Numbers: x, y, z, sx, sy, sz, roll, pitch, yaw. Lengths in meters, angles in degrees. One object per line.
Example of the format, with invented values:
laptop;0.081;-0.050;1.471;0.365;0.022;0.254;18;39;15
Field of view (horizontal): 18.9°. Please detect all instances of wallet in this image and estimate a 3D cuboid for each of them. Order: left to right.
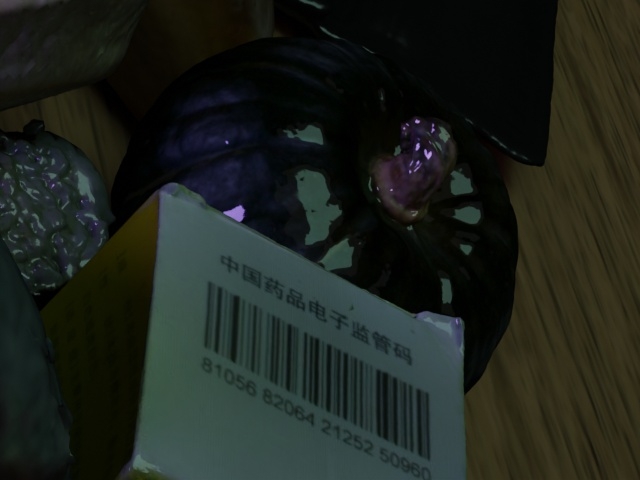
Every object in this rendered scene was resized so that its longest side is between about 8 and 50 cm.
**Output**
wallet;0.026;-0.199;1.261;0.323;0.041;0.247;32;38;-17

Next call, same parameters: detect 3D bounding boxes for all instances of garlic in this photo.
garlic;-0.109;-0.148;1.031;0.206;0.128;0.115;35;15;-9

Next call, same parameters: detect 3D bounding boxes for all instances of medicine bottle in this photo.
medicine bottle;-0.070;0.117;0.695;0.137;0.250;0.141;29;38;-24

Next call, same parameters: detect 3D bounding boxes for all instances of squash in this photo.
squash;-0.003;0.003;0.933;0.218;0.172;0.218;2;87;-52

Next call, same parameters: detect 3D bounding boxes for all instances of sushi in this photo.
sushi;-0.162;0.005;0.847;0.150;0.078;0.090;-22;81;-54

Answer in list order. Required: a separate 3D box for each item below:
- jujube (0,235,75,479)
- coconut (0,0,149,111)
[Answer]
jujube;-0.240;0.047;0.556;0.215;0.308;0.246;-64;144;-31
coconut;-0.177;-0.162;0.852;0.202;0.202;0.222;-20;101;-52
